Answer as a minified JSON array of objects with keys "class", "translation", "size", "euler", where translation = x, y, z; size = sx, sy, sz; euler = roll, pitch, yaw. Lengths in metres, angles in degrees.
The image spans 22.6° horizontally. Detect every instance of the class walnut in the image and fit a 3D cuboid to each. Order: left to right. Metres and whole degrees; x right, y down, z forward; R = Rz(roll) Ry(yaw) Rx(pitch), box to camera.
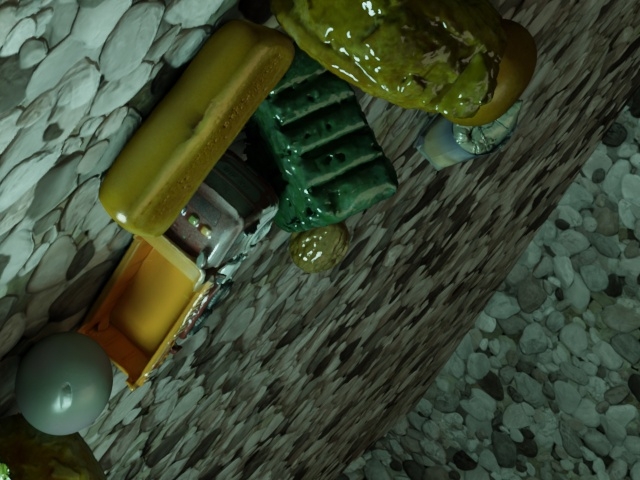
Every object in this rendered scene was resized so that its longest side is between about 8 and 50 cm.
[{"class":"walnut","translation":[0.000,0.000,2.239],"size":[0.096,0.082,0.079],"euler":[-52,-166,11]}]

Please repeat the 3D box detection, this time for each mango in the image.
[{"class":"mango","translation":[0.233,-0.239,2.219],"size":[0.151,0.120,0.221],"euler":[-52,174,35]}]

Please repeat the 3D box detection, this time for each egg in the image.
[{"class":"egg","translation":[-0.277,0.155,1.721],"size":[0.103,0.103,0.135],"euler":[-38,167,-39]}]

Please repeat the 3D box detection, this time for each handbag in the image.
[{"class":"handbag","translation":[0.221,-0.171,2.379],"size":[0.117,0.095,0.173],"euler":[-49,-168,-16]}]

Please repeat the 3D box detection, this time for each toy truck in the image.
[{"class":"toy truck","translation":[-0.158,0.030,1.746],"size":[0.270,0.114,0.135],"euler":[-55,170,33]}]

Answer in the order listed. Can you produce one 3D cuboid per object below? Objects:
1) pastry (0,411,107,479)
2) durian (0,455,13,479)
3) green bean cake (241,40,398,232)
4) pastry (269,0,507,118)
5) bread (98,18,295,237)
[{"class":"pastry","translation":[-0.334,0.291,1.775],"size":[0.192,0.182,0.093],"euler":[-36,169,-5]},{"class":"durian","translation":[-0.424,0.339,1.564],"size":[0.394,0.198,0.163],"euler":[-52,163,18]},{"class":"green bean cake","translation":[-0.024,-0.107,1.736],"size":[0.107,0.193,0.208],"euler":[-31,-175,-16]},{"class":"pastry","translation":[0.076,-0.221,1.515],"size":[0.132,0.235,0.240],"euler":[-60,173,25]},{"class":"bread","translation":[-0.121,-0.113,1.527],"size":[0.239,0.074,0.092],"euler":[-52,151,6]}]
